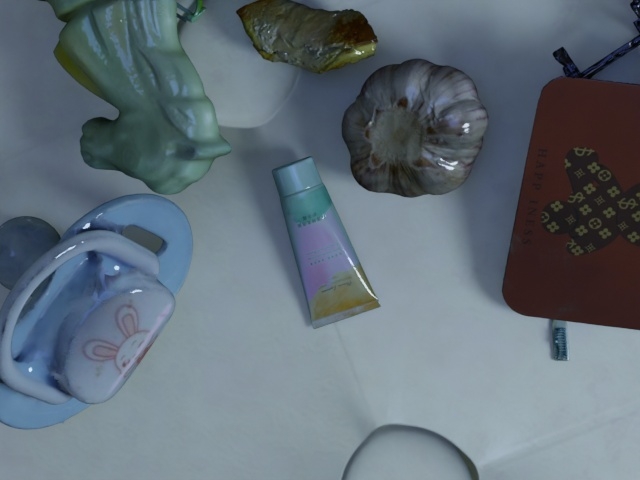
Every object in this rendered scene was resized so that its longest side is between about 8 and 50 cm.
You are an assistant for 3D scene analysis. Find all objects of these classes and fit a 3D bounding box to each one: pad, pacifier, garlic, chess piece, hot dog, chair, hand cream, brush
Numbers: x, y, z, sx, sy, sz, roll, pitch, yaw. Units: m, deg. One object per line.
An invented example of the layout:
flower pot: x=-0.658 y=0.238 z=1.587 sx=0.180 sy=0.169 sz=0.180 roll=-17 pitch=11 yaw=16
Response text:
pad: x=0.287 y=-0.033 z=1.808 sx=0.181 sy=0.004 sz=0.267 roll=7 pitch=117 yaw=0
pacifier: x=-0.274 y=0.051 z=1.873 sx=0.226 sy=0.238 sz=0.287 roll=36 pitch=97 yaw=36
garlic: x=0.099 y=-0.114 z=1.856 sx=0.159 sy=0.102 sz=0.147 roll=-36 pitch=86 yaw=30
chess piece: x=-0.200 y=-0.186 z=1.863 sx=0.175 sy=0.176 sz=0.298 roll=-18 pitch=84 yaw=8
hot dog: x=-0.008 y=-0.210 z=1.893 sx=0.169 sy=0.061 sz=0.078 roll=18 pitch=59 yaw=28
chair: x=0.342 y=-0.115 z=1.820 sx=0.106 sy=0.113 sz=0.229 roll=-34 pitch=81 yaw=8
hand cream: x=0.000 y=0.000 z=1.901 sx=0.076 sy=0.047 sz=0.174 roll=-18 pitch=95 yaw=6
brush: x=0.247 y=0.083 z=1.875 sx=0.016 sy=0.013 sz=0.084 roll=-4 pitch=87 yaw=10

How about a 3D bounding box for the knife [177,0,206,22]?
knife: x=-0.120 y=-0.315 z=1.931 sx=0.078 sy=0.022 sz=0.166 roll=33 pitch=94 yaw=20
